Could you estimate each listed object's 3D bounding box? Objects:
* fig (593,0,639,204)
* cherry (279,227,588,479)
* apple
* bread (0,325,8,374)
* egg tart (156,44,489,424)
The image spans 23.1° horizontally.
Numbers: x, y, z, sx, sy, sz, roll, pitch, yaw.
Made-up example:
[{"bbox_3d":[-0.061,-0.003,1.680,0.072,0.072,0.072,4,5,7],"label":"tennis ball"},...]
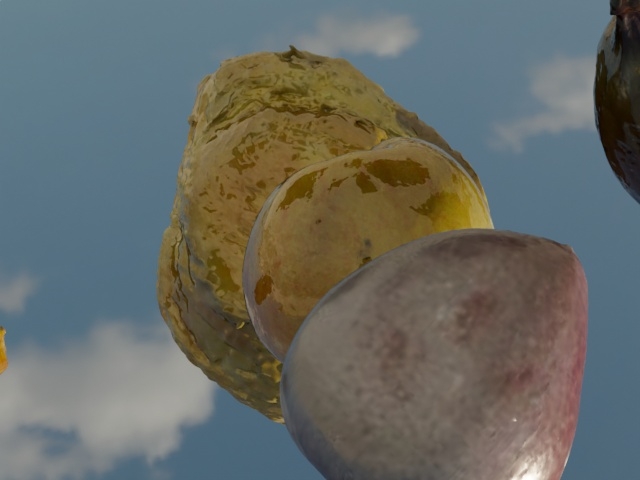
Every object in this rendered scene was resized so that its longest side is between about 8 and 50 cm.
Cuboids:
[{"bbox_3d":[0.233,-0.114,0.983,0.145,0.274,0.170,34,-91,39],"label":"fig"},{"bbox_3d":[0.070,0.076,0.640,0.148,0.115,0.188,-34,-132,-16],"label":"cherry"},{"bbox_3d":[0.033,0.011,1.098,0.182,0.155,0.182,-12,-170,2],"label":"apple"},{"bbox_3d":[-0.366,0.081,1.249,0.139,0.077,0.271,-5,171,25],"label":"bread"},{"bbox_3d":[0.000,0.000,1.473,0.339,0.351,0.153,18,176,6],"label":"egg tart"}]
